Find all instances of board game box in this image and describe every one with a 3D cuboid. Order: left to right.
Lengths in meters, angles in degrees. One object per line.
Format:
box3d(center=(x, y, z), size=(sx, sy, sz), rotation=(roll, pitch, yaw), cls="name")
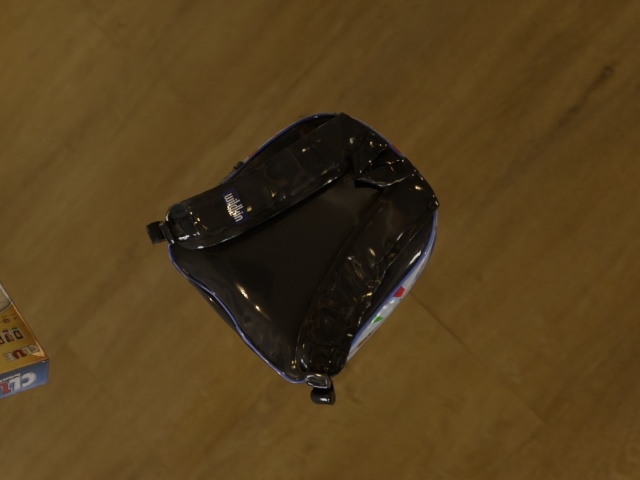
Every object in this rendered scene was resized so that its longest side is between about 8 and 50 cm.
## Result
box3d(center=(-0.440, 0.121, 1.342), size=(0.165, 0.243, 0.042), rotation=(50, 140, 34), cls="board game box")

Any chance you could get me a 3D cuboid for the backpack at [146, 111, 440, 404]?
box3d(center=(0.000, 0.000, 1.380), size=(0.263, 0.213, 0.276), rotation=(-44, 87, 5), cls="backpack")
